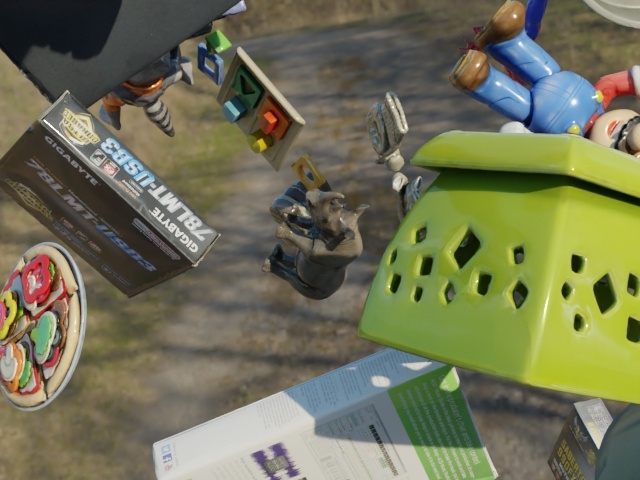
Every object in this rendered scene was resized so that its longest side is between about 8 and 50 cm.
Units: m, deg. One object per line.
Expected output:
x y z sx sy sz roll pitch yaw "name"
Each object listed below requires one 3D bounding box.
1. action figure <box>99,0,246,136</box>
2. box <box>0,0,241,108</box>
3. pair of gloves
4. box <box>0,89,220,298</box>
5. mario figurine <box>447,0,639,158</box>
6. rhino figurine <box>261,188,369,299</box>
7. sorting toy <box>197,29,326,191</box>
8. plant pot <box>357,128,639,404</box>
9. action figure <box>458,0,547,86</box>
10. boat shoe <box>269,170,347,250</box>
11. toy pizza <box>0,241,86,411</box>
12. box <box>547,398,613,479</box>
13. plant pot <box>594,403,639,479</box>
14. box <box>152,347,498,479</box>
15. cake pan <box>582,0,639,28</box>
-0.275 -0.303 2.044 0.341 0.178 0.330 -20 -2 -4 "action figure"
-0.329 -0.528 1.708 0.480 0.297 0.472 -35 57 1 "box"
0.123 -0.113 1.868 0.042 0.240 0.204 -15 -2 -6 "pair of gloves"
-0.322 -0.054 1.669 0.073 0.295 0.293 -54 16 -26 "box"
0.326 -0.160 1.396 0.198 0.320 0.170 -53 4 22 "mario figurine"
0.000 0.000 1.444 0.106 0.243 0.073 29 59 2 "rhino figurine"
-0.117 -0.223 2.035 0.047 0.347 0.196 -36 -10 -27 "sorting toy"
0.198 0.020 1.018 0.227 0.207 0.228 12 -2 -36 "plant pot"
0.287 -0.344 1.746 0.139 0.280 0.091 17 30 11 "action figure"
0.000 -0.036 2.283 0.130 0.132 0.355 -51 -13 -8 "boat shoe"
-0.342 0.100 1.350 0.032 0.201 0.201 13 -5 -43 "toy pizza"
0.471 0.409 1.912 0.056 0.183 0.231 -10 50 -16 "box"
0.491 0.257 1.290 0.293 0.293 0.235 -16 -25 -19 "plant pot"
0.013 0.238 1.230 0.322 0.232 0.058 -21 44 3 "box"
0.427 -0.419 1.457 0.293 0.293 0.054 -13 23 -7 "cake pan"
